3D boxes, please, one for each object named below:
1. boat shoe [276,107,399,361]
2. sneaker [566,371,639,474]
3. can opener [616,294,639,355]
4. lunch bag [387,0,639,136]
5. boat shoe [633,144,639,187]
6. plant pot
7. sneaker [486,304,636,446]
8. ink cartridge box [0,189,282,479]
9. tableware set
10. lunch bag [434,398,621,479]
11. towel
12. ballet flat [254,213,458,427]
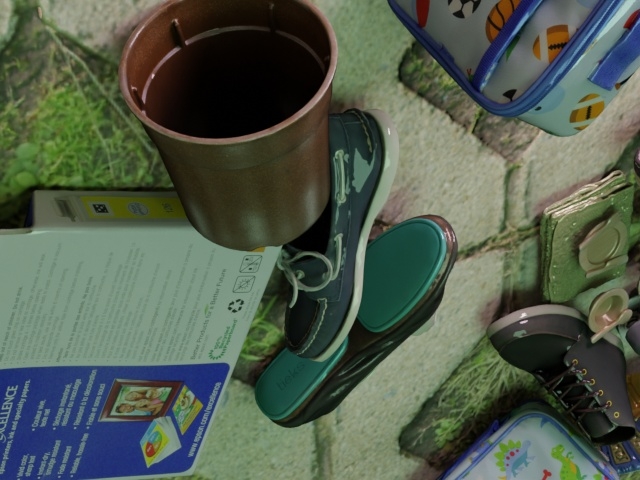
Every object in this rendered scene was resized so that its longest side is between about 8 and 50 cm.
[{"bbox_3d":[0.000,0.000,1.352,0.079,0.095,0.254,-4,128,-32],"label":"boat shoe"},{"bbox_3d":[0.426,0.192,1.785,0.296,0.112,0.131,-30,161,11],"label":"sneaker"},{"bbox_3d":[0.467,0.062,1.701,0.283,0.095,0.076,-19,136,-8],"label":"can opener"},{"bbox_3d":[0.198,-0.243,1.148,0.115,0.243,0.303,15,119,-41],"label":"lunch bag"},{"bbox_3d":[0.410,-0.159,1.469,0.285,0.103,0.092,-39,133,-1],"label":"boat shoe"},{"bbox_3d":[-0.060,-0.088,1.196,0.167,0.167,0.165,-25,144,-11],"label":"plant pot"},{"bbox_3d":[0.270,0.146,1.622,0.222,0.118,0.083,19,139,-42],"label":"sneaker"},{"bbox_3d":[-0.213,0.092,1.324,0.307,0.072,0.304,2,127,-31],"label":"ink cartridge box"},{"bbox_3d":[0.332,0.025,1.593,0.141,0.020,0.169,-28,133,-17],"label":"tableware set"},{"bbox_3d":[0.224,0.299,1.714,0.219,0.176,0.090,-46,180,9],"label":"lunch bag"},{"bbox_3d":[0.275,0.000,1.576,0.110,0.027,0.148,-23,135,-14],"label":"towel"},{"bbox_3d":[0.047,0.077,1.463,0.280,0.095,0.096,-44,148,25],"label":"ballet flat"}]
